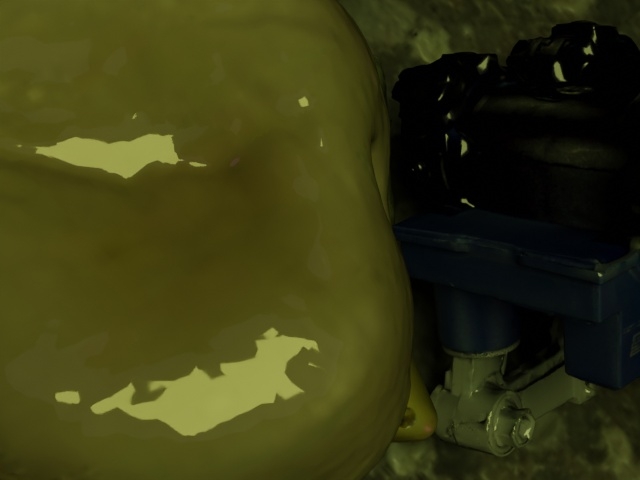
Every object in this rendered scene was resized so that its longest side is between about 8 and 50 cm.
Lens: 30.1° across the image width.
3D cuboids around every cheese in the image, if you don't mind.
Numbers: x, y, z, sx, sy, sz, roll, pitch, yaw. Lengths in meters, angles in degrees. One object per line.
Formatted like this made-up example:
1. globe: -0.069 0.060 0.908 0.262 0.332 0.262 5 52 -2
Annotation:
1. cheese: -0.065 -0.010 0.413 0.235 0.117 0.218 33 68 8

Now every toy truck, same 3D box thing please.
1. toy truck: 0.141 -0.002 0.545 0.213 0.161 0.176 -20 114 -40

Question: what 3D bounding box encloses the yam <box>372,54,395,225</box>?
1. yam: 0.000 0.000 0.543 0.078 0.078 0.179 -3 83 -18

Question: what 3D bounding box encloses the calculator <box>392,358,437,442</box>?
1. calculator: -0.072 0.025 0.498 0.157 0.033 0.236 -42 77 4
